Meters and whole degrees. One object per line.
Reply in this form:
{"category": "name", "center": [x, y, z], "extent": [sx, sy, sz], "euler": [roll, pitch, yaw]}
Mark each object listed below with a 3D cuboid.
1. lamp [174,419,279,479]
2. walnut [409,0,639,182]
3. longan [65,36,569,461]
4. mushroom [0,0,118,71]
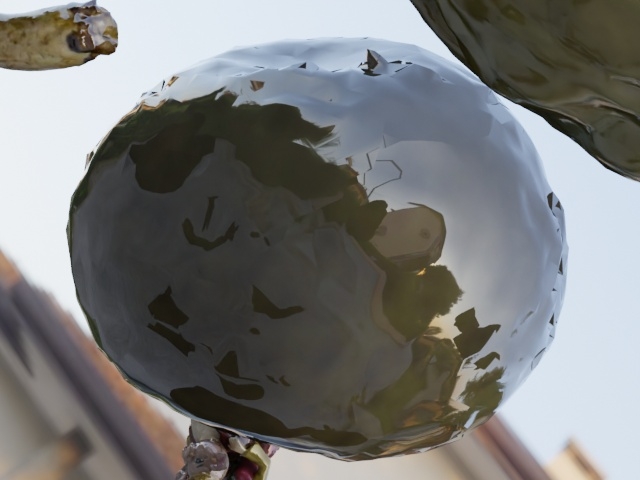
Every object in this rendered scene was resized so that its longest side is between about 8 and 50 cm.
{"category": "lamp", "center": [-0.098, 0.222, 1.760], "extent": [0.118, 0.253, 0.118], "euler": [13, -39, 11]}
{"category": "walnut", "center": [0.167, -0.170, 0.761], "extent": [0.277, 0.282, 0.253], "euler": [36, -33, -23]}
{"category": "longan", "center": [0.008, -0.001, 1.424], "extent": [0.436, 0.404, 0.404], "euler": [17, -2, -27]}
{"category": "mushroom", "center": [-0.352, -0.213, 1.267], "extent": [0.302, 0.233, 0.208], "euler": [53, 19, 14]}
